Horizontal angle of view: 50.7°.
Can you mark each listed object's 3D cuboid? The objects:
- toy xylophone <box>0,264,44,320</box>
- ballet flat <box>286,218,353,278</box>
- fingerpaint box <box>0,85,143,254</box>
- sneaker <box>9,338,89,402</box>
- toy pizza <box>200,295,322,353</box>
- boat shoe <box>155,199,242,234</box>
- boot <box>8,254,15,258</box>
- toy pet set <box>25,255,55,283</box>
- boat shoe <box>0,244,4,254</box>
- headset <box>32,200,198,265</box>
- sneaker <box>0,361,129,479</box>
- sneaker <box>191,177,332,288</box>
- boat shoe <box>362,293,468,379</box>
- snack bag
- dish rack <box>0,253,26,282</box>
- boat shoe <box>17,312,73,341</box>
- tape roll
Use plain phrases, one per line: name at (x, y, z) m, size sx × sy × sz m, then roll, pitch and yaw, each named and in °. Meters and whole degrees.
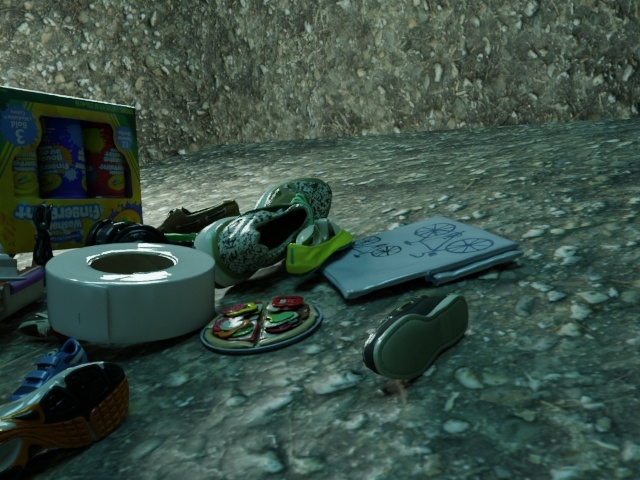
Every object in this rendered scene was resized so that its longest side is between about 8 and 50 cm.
toy xylophone at (-0.737, 0.125, 1.391) m, size 0.322 × 0.081 × 0.236 m, roll -7°, pitch 16°, yaw 10°
ballet flat at (0.000, 0.000, 1.322) m, size 0.077 × 0.077 × 0.231 m, roll -4°, pitch 16°, yaw 29°
fingerpaint box at (-0.651, -0.162, 1.667) m, size 0.163 × 0.371 × 0.444 m, roll -2°, pitch 2°, yaw 28°
sneaker at (-0.396, 0.193, 0.980) m, size 0.053 × 0.059 × 0.144 m, roll -1°, pitch 18°, yaw 21°
toy pizza at (-0.097, 0.128, 1.098) m, size 0.201 × 0.032 × 0.201 m, roll -8°, pitch 15°, yaw 2°
boat shoe at (-0.352, -0.038, 1.717) m, size 0.307 × 0.105 × 0.111 m, roll -11°, pitch 15°, yaw -7°
boot at (-0.915, 0.037, 1.736) m, size 0.377 × 0.138 × 0.284 m, roll -5°, pitch 14°, yaw 34°
toy pet set at (-0.632, 0.075, 1.603) m, size 0.122 × 0.065 × 0.114 m, roll -4°, pitch -19°, yaw 9°
boat shoe at (-0.760, 0.042, 1.438) m, size 0.183 × 0.065 × 0.083 m, roll -9°, pitch 12°, yaw 31°
headset at (-0.430, -0.004, 1.487) m, size 0.394 × 0.185 × 0.243 m, roll -7°, pitch 10°, yaw -43°
sneaker at (-0.355, 0.217, 0.809) m, size 0.121 × 0.099 × 0.262 m, roll -3°, pitch 14°, yaw 38°
sneaker at (-0.065, -0.031, 1.387) m, size 0.182 × 0.158 × 0.410 m, roll -16°, pitch 15°, yaw 40°
boat shoe at (0.119, 0.126, 0.900) m, size 0.068 × 0.081 × 0.227 m, roll 0°, pitch 10°, yaw 39°
snack bag at (0.159, 0.031, 1.299) m, size 0.342 × 0.037 × 0.323 m, roll -16°, pitch 15°, yaw -13°
dish rack at (-0.741, 0.052, 1.210) m, size 0.332 × 0.072 × 0.285 m, roll -5°, pitch -5°, yaw 15°
boat shoe at (-0.478, 0.157, 1.186) m, size 0.137 × 0.049 × 0.043 m, roll 4°, pitch 26°, yaw 35°
tape roll at (-0.325, 0.083, 1.171) m, size 0.286 × 0.100 × 0.286 m, roll 3°, pitch 13°, yaw -1°
